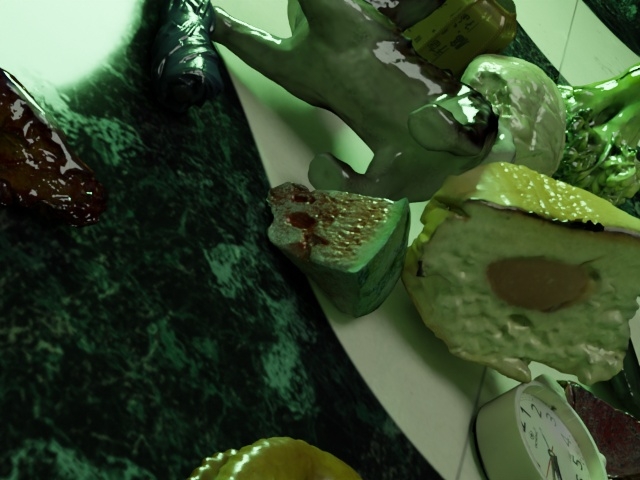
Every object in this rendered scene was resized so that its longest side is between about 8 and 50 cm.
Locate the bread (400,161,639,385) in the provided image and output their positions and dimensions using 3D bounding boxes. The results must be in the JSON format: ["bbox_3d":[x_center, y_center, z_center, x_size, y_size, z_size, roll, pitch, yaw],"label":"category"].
[{"bbox_3d":[0.194,0.038,1.054,0.224,0.184,0.211,33,25,34],"label":"bread"}]

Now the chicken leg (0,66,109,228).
[{"bbox_3d":[-0.241,-0.086,0.785,0.205,0.053,0.093,45,44,-3],"label":"chicken leg"}]

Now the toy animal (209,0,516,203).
[{"bbox_3d":[0.067,-0.187,1.176,0.302,0.194,0.344,-11,63,-54],"label":"toy animal"}]

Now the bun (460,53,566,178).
[{"bbox_3d":[0.249,-0.132,1.368,0.220,0.134,0.220,4,90,-70],"label":"bun"}]

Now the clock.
[{"bbox_3d":[0.224,0.223,1.065,0.155,0.063,0.229,44,32,-18],"label":"clock"}]

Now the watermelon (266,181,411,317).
[{"bbox_3d":[0.017,-0.004,0.992,0.158,0.121,0.098,46,51,-1],"label":"watermelon"}]

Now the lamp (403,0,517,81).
[{"bbox_3d":[0.163,-0.286,1.430,0.161,0.185,0.161,36,31,-26],"label":"lamp"}]

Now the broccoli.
[{"bbox_3d":[0.423,-0.160,1.589,0.248,0.245,0.288,42,34,-33],"label":"broccoli"}]

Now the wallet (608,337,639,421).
[{"bbox_3d":[0.386,0.133,1.388,0.168,0.052,0.245,45,28,-47],"label":"wallet"}]

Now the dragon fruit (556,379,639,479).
[{"bbox_3d":[0.316,0.228,1.171,0.147,0.096,0.102,31,6,32],"label":"dragon fruit"}]

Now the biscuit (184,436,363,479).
[{"bbox_3d":[-0.011,0.239,0.715,0.220,0.066,0.220,36,34,-30],"label":"biscuit"}]

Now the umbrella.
[{"bbox_3d":[-0.139,-0.214,1.067,0.071,0.071,0.248,30,31,-32],"label":"umbrella"}]
